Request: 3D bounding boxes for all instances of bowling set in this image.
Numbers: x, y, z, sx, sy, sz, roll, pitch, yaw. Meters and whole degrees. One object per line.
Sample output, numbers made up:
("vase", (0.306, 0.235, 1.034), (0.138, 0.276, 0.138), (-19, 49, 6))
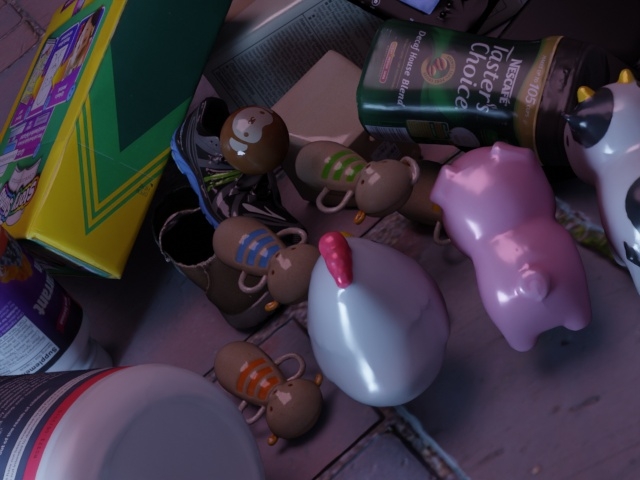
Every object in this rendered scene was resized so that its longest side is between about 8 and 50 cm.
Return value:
("bowling set", (0.000, 0.000, 0.837), (0.287, 0.200, 0.154), (-48, 36, -10))

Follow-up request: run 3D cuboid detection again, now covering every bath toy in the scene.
("bath toy", (0.141, -0.016, 0.727), (0.348, 0.129, 0.151), (-26, 36, 6))

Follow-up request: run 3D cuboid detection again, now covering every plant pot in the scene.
("plant pot", (0.027, -0.094, 1.014), (0.109, 0.109, 0.096), (-47, 42, -14))

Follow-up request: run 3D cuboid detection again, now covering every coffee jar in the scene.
("coffee jar", (0.127, -0.115, 0.854), (0.184, 0.079, 0.096), (11, 73, 24))

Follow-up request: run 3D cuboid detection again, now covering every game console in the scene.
("game console", (0.126, -0.198, 0.960), (0.361, 0.044, 0.213), (34, 81, 30))

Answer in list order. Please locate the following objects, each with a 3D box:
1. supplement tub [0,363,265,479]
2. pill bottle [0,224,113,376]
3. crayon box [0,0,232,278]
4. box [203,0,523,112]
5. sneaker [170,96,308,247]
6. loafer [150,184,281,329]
("supplement tub", (-0.192, 0.188, 0.780), (0.272, 0.191, 0.191), (-8, 42, 38))
("pill bottle", (-0.283, 0.075, 1.014), (0.108, 0.193, 0.108), (-25, 34, 19))
("crayon box", (-0.252, -0.122, 1.171), (0.363, 0.106, 0.313), (-1, 67, 62))
("box", (0.035, -0.234, 1.144), (0.311, 0.148, 0.121), (-29, 32, 11))
("sneaker", (-0.071, -0.058, 0.969), (0.188, 0.067, 0.078), (53, 124, 33))
("loafer", (-0.107, -0.007, 1.044), (0.094, 0.087, 0.251), (-42, 32, -7))
